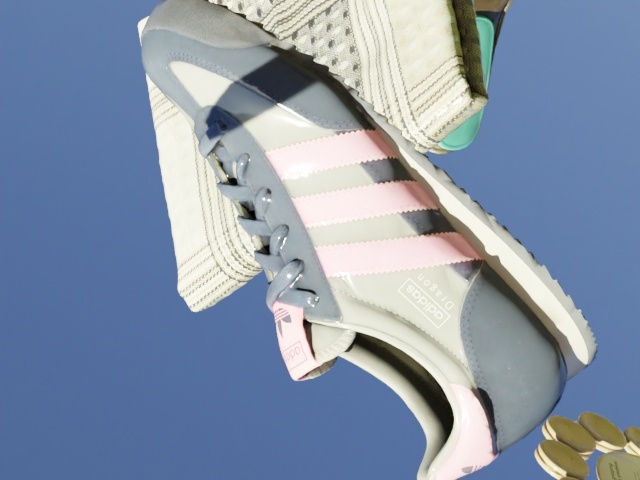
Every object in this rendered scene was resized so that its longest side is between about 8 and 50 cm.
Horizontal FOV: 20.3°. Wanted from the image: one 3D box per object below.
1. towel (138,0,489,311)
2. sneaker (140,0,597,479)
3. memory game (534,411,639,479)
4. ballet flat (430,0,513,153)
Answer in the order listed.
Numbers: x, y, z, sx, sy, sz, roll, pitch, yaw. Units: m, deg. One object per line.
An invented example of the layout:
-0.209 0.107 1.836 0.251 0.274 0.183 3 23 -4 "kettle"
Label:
-0.019 -0.153 1.336 0.056 0.312 0.324 22 -133 -37 "towel"
0.000 0.000 0.992 0.319 0.112 0.131 41 -108 4 "sneaker"
0.216 0.171 1.136 0.186 0.012 0.186 25 -156 -12 "memory game"
0.149 -0.267 1.918 0.123 0.349 0.123 13 -160 -5 "ballet flat"
